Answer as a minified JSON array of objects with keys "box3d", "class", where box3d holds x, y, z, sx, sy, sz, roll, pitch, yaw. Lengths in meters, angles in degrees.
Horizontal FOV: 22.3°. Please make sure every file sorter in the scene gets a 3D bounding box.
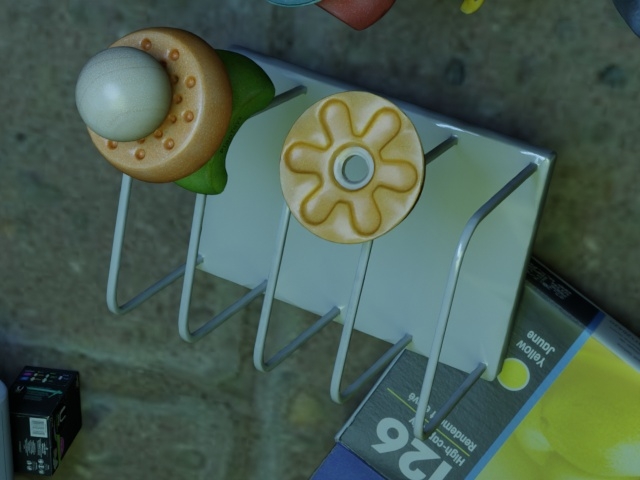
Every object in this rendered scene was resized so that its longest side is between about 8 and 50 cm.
[{"box3d":[0.000,0.000,1.211,0.278,0.173,0.193,20,116,19],"class":"file sorter"}]

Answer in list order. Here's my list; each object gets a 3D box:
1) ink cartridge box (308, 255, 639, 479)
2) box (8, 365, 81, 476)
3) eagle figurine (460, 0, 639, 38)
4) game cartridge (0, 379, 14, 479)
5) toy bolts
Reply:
[{"box3d":[0.171,0.199,1.329,0.303,0.072,0.307,37,113,7],"class":"ink cartridge box"},{"box3d":[-0.244,0.155,1.408,0.052,0.083,0.062,5,114,8],"class":"box"},{"box3d":[0.154,-0.245,1.094,0.298,0.226,0.225,23,149,20],"class":"eagle figurine"},{"box3d":[-0.386,0.162,1.407,0.294,0.060,0.196,14,121,26],"class":"game cartridge"},{"box3d":[-0.028,-0.120,1.030,0.218,0.158,0.228,27,96,21],"class":"toy bolts"}]
